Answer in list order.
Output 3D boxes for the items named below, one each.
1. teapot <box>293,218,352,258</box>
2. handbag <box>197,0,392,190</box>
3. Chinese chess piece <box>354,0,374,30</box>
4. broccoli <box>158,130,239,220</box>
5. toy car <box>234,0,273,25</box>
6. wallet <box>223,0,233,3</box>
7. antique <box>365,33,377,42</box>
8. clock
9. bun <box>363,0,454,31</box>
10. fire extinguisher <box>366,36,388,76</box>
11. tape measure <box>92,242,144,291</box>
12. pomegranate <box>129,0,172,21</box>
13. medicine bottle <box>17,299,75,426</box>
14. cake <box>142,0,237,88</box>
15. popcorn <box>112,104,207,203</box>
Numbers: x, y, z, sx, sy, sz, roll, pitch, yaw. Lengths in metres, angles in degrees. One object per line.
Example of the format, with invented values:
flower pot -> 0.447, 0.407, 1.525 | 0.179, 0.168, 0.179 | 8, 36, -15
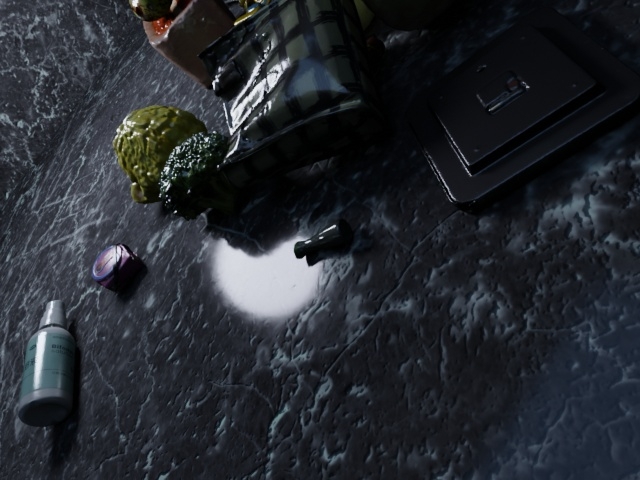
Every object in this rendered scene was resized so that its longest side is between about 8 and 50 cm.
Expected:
teapot -> 0.000, 0.000, 0.827 | 0.110, 0.043, 0.043 | -23, 49, 33
handbag -> -0.060, -0.299, 0.920 | 0.327, 0.162, 0.325 | -21, 69, 22
Chinese chess piece -> 0.027, -0.540, 1.110 | 0.237, 0.092, 0.238 | -22, 50, 29
broccoli -> -0.262, -0.134, 1.060 | 0.176, 0.226, 0.198 | 13, 25, 17
toy car -> -0.151, -0.659, 1.341 | 0.200, 0.142, 0.248 | -10, 58, 37
wallet -> -0.242, -0.945, 1.699 | 0.323, 0.041, 0.247 | 7, 68, 41
antique -> 0.044, -0.417, 1.092 | 0.192, 0.015, 0.031 | -16, 53, 35
clock -> 0.274, -0.206, 0.710 | 0.279, 0.049, 0.273 | -34, 44, 20
bun -> 0.169, -0.587, 0.873 | 0.227, 0.352, 0.349 | -14, 91, 48
fire extinguisher -> 0.083, -0.343, 0.986 | 0.064, 0.043, 0.158 | 26, 80, 7
tape measure -> -0.529, 0.072, 1.240 | 0.118, 0.074, 0.125 | -49, 46, -4
pomegranate -> -0.504, -0.705, 1.354 | 0.138, 0.163, 0.125 | -58, 24, 29
medicine bottle -> -0.680, 0.286, 1.201 | 0.110, 0.110, 0.352 | -42, 43, 12
cake -> -0.386, -0.661, 1.495 | 0.237, 0.230, 0.309 | -43, 42, 14
popcorn -> -0.422, -0.235, 1.238 | 0.286, 0.225, 0.174 | -23, 17, 32
